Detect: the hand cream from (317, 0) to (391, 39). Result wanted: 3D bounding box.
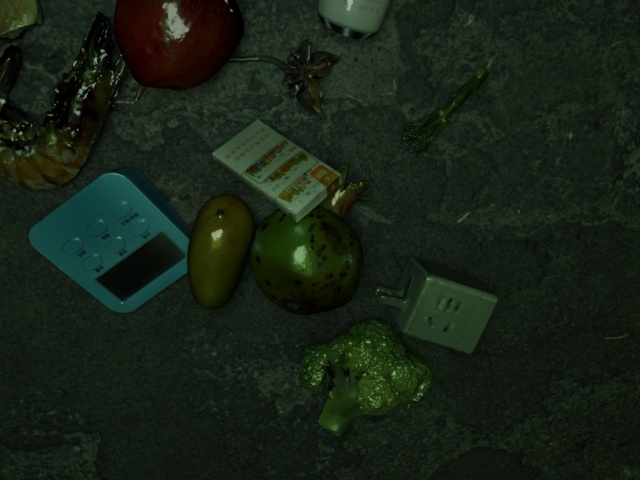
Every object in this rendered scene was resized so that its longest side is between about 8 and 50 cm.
[{"bbox_3d":[0.096,-0.518,0.676,0.185,0.118,0.359,6,129,-17],"label":"hand cream"}]

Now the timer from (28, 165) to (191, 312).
[{"bbox_3d":[-0.392,0.010,0.850,0.231,0.091,0.250,-36,109,4],"label":"timer"}]

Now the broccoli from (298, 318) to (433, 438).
[{"bbox_3d":[0.075,0.314,0.920,0.302,0.186,0.254,-41,114,-1],"label":"broccoli"}]

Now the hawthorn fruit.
[{"bbox_3d":[-0.251,-0.341,0.725,0.189,0.189,0.251,39,105,-13],"label":"hawthorn fruit"}]

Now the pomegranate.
[{"bbox_3d":[0.003,0.014,0.839,0.286,0.231,0.231,-45,106,-25],"label":"pomegranate"}]

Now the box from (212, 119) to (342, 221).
[{"bbox_3d":[-0.081,-0.134,0.782,0.220,0.032,0.122,37,65,23],"label":"box"}]

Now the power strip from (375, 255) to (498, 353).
[{"bbox_3d":[0.227,0.125,0.908,0.224,0.139,0.140,19,103,-10],"label":"power strip"}]

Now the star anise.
[{"bbox_3d":[-0.107,-0.314,0.827,0.227,0.218,0.148,25,142,28],"label":"star anise"}]

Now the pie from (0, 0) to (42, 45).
[{"bbox_3d":[-0.609,-0.417,0.736,0.218,0.052,0.185,-28,100,0],"label":"pie"}]

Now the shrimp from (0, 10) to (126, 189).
[{"bbox_3d":[-0.506,-0.264,0.781,0.233,0.071,0.365,31,105,-7],"label":"shrimp"}]

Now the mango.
[{"bbox_3d":[-0.202,0.030,0.840,0.114,0.156,0.251,19,111,-7],"label":"mango"}]

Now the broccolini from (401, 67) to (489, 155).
[{"bbox_3d":[0.246,-0.267,0.862,0.216,0.058,0.067,-49,145,1],"label":"broccolini"}]
